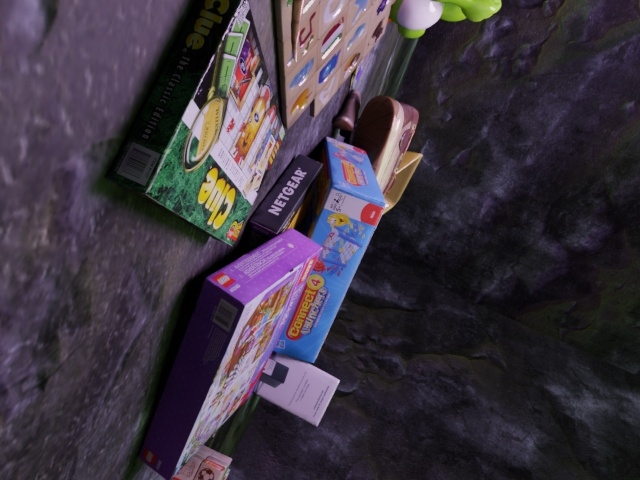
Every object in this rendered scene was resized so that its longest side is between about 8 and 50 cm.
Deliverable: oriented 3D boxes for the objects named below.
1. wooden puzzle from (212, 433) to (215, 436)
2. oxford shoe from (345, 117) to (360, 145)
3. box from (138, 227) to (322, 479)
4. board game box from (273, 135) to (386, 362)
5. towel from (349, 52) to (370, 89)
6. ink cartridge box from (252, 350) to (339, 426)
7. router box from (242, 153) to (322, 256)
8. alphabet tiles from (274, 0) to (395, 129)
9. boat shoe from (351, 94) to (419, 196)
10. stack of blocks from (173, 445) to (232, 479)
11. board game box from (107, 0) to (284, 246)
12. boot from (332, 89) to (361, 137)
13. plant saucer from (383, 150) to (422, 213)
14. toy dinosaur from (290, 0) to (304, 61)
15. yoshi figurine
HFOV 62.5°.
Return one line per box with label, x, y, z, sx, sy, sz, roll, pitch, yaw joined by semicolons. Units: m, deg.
wooden puzzle;-0.259;0.466;1.359;0.049;0.006;0.083;107;8;-62
oxford shoe;0.091;-0.224;1.399;0.096;0.082;0.227;-80;-165;-63
box;-0.114;0.140;0.679;0.201;0.057;0.294;-35;154;-61
board game box;0.000;0.000;0.944;0.308;0.086;0.302;-94;-156;-66
towel;0.079;-0.342;1.032;0.060;0.009;0.083;104;11;-73
ink cartridge box;-0.080;0.236;0.935;0.087;0.208;0.153;-62;174;-13
router box;-0.060;-0.027;0.790;0.179;0.046;0.133;-62;174;-45
alphabet tiles;0.044;-0.275;0.567;0.285;0.011;0.342;-53;173;-13
boat shoe;0.109;-0.127;1.104;0.123;0.123;0.342;0;118;-42
stack of blocks;-0.260;0.522;1.096;0.297;0.087;0.171;100;15;-74
board game box;-0.078;-0.074;0.428;0.136;0.030;0.260;-63;176;-5
boot;0.057;-0.261;1.059;0.118;0.042;0.087;72;36;-86
plant saucer;0.082;-0.089;1.363;0.332;0.081;0.333;-36;168;-13
toy dinosaur;-0.001;-0.243;0.338;0.112;0.064;0.212;-43;156;-27
yoshi figurine;0.200;-0.438;0.818;0.362;0.202;0.204;44;63;-89
